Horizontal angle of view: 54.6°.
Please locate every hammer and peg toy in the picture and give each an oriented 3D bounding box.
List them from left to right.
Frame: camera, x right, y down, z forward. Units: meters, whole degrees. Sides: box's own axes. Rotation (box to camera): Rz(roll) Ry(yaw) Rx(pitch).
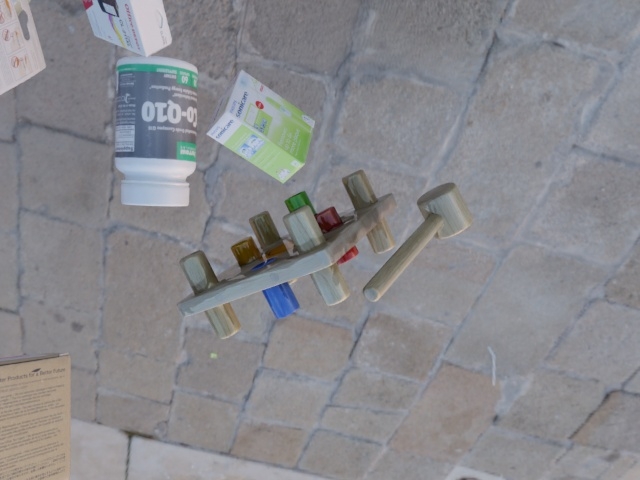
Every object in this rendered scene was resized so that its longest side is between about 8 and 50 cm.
[{"bbox_3d":[0.000,0.000,0.832,0.361,0.266,0.128,-21,99,32],"label":"hammer and peg toy"}]

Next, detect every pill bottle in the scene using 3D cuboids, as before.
[{"bbox_3d":[-0.420,-0.272,1.592,0.204,0.204,0.362,2,95,5],"label":"pill bottle"}]

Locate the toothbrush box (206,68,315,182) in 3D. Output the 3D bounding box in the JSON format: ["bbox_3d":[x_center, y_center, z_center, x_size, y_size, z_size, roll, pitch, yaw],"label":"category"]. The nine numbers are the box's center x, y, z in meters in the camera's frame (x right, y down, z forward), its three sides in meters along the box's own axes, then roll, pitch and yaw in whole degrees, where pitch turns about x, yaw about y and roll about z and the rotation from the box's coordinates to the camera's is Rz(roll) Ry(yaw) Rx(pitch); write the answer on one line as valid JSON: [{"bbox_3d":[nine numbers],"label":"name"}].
[{"bbox_3d":[-0.174,-0.341,1.870,0.283,0.206,0.122,31,137,-22],"label":"toothbrush box"}]

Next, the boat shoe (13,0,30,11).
[{"bbox_3d":[-0.912,-0.691,1.797,0.227,0.079,0.081,-7,125,49],"label":"boat shoe"}]

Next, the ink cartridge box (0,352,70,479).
[{"bbox_3d":[-0.465,0.263,0.856,0.088,0.194,0.234,-5,174,26],"label":"ink cartridge box"}]

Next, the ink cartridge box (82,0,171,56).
[{"bbox_3d":[-0.400,-0.467,1.265,0.175,0.072,0.128,27,144,28],"label":"ink cartridge box"}]

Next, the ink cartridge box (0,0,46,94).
[{"bbox_3d":[-0.869,-0.511,1.535,0.091,0.385,0.308,8,127,13],"label":"ink cartridge box"}]
